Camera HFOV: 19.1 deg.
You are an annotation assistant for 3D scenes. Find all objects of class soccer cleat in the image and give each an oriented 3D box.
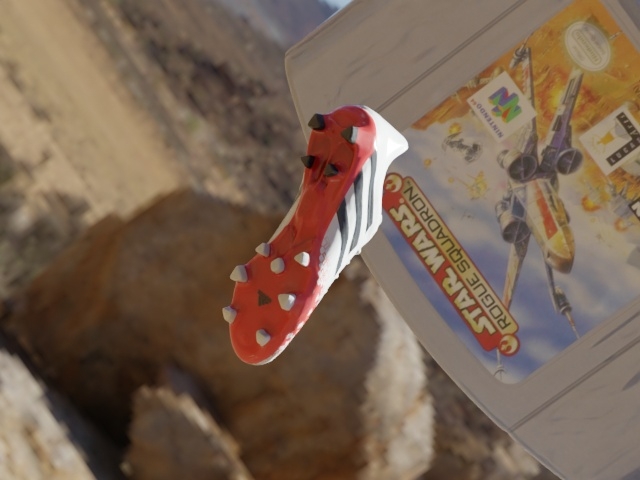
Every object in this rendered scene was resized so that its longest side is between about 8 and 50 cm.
[{"bbox_3d":[0.000,0.000,0.561,0.029,0.083,0.035,27,7,38],"label":"soccer cleat"}]

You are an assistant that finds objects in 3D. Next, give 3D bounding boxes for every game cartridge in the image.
[{"bbox_3d":[0.120,-0.023,0.981,0.297,0.198,0.062,55,7,11],"label":"game cartridge"}]
